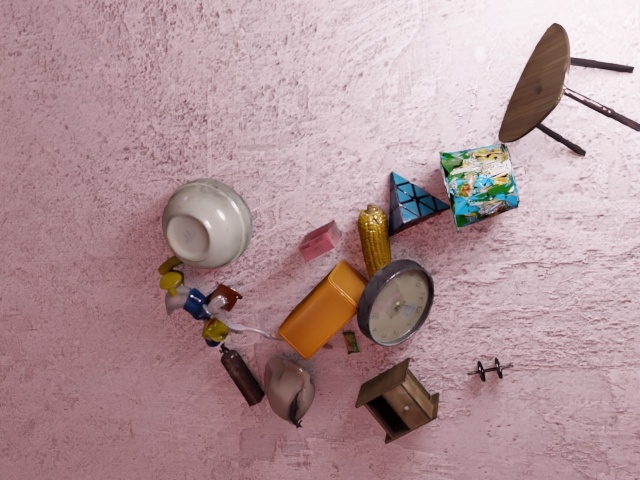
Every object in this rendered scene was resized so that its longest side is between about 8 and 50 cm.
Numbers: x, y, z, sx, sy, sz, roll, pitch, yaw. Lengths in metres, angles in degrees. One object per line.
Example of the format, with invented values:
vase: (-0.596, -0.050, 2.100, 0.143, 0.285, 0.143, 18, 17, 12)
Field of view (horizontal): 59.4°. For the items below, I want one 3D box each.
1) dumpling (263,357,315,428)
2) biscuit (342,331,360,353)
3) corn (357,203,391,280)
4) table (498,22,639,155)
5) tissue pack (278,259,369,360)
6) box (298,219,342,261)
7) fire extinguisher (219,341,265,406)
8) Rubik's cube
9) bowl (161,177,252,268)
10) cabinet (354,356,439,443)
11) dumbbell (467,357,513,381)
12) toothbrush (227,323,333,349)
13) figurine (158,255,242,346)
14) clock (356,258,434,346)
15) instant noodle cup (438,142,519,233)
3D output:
dumpling: (-0.126, 0.546, 1.992, 0.204, 0.163, 0.293, 16, 125, 4)
biscuit: (0.105, 0.352, 1.932, 0.046, 0.016, 0.089, -9, 107, 18)
corn: (0.171, 0.009, 1.746, 0.096, 0.097, 0.262, -3, 113, 16)
table: (0.656, -0.365, 1.417, 0.248, 0.317, 0.318, 18, 114, -6)
tissue pack: (0.016, 0.219, 1.814, 0.145, 0.194, 0.274, 44, 114, 1)
box: (0.000, 0.000, 1.755, 0.111, 0.156, 0.060, -25, 100, 19)
fire extinguisher: (-0.295, 0.481, 2.051, 0.268, 0.072, 0.089, 60, 155, -11)
Rubik's cube: (0.232, -0.114, 1.704, 0.190, 0.211, 0.178, -35, 75, 47)
bowl: (-0.393, -0.038, 1.851, 0.306, 0.163, 0.308, 7, 113, 16)
cabinet: (0.259, 0.540, 1.888, 0.215, 0.148, 0.175, -36, 97, 23)
dumbbell: (0.546, 0.417, 1.807, 0.147, 0.069, 0.070, -17, 105, 20)
toothbrush: (-0.137, 0.334, 1.933, 0.374, 0.028, 0.037, 12, 130, -7)
figurine: (-0.397, 0.229, 1.971, 0.283, 0.205, 0.339, -8, 120, 11)
clock: (0.236, 0.195, 1.716, 0.055, 0.280, 0.281, 33, 124, 49)
instant noodle cup: (0.439, -0.156, 1.544, 0.178, 0.240, 0.241, -12, 106, 16)
